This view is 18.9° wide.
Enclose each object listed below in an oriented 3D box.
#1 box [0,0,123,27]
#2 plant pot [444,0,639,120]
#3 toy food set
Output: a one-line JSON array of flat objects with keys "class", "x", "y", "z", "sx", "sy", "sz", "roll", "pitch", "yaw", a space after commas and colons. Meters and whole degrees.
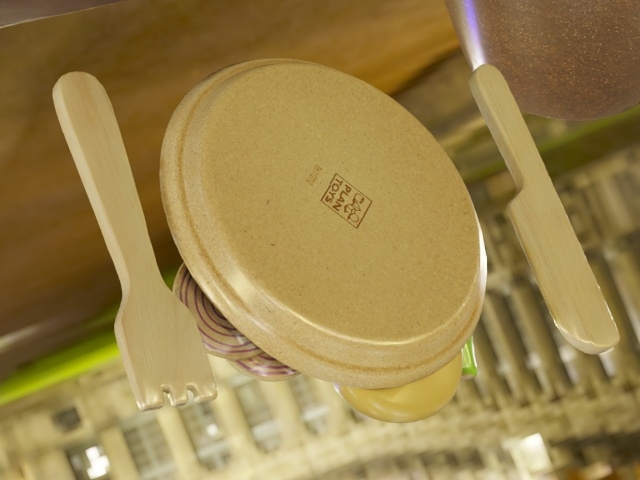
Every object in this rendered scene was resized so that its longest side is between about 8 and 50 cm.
[{"class": "box", "x": -0.261, "y": -0.250, "z": 1.377, "sx": 0.203, "sy": 0.168, "sz": 0.167, "roll": -9, "pitch": 170, "yaw": 17}, {"class": "plant pot", "x": 0.131, "y": -0.179, "z": 0.942, "sx": 0.215, "sy": 0.215, "sz": 0.230, "roll": -21, "pitch": 140, "yaw": -21}, {"class": "toy food set", "x": 0.000, "y": 0.000, "z": 0.635, "sx": 0.192, "sy": 0.132, "sz": 0.038, "roll": -3, "pitch": 154, "yaw": -36}]
